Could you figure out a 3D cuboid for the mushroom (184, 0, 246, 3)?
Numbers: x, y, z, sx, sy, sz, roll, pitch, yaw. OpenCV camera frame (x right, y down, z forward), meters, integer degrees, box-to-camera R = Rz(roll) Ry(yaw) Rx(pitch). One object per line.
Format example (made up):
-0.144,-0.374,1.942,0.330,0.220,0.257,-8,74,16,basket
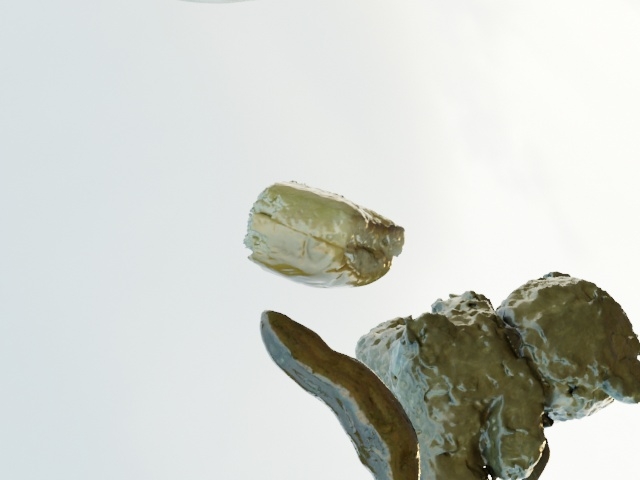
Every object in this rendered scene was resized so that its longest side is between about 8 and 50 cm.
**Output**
-0.074,-0.258,1.116,0.255,0.255,0.184,38,-152,-35,mushroom

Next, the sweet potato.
0.021,0.118,1.372,0.182,0.054,0.053,49,-162,1,sweet potato

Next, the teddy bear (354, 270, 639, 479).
0.181,0.120,1.730,0.267,0.256,0.156,-116,20,-44,teddy bear

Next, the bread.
0.001,-0.001,1.527,0.106,0.082,0.125,26,-174,25,bread
